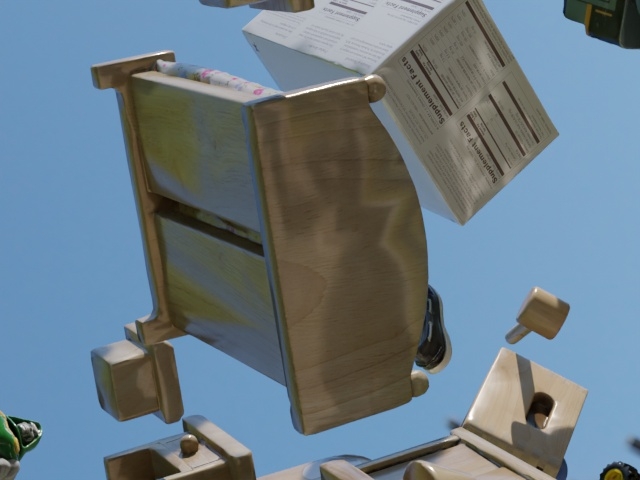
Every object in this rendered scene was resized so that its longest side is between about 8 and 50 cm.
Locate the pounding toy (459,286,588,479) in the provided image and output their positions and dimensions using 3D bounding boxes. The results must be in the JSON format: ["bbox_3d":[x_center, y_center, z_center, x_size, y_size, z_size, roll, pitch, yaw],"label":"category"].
[{"bbox_3d":[0.171,0.140,1.582,0.206,0.094,0.181,-66,-6,31],"label":"pounding toy"}]

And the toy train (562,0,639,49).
[{"bbox_3d":[0.297,-0.301,1.594,0.142,0.190,0.334,-2,-73,-28],"label":"toy train"}]

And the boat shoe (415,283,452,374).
[{"bbox_3d":[0.087,0.071,1.796,0.046,0.125,0.038,-37,-54,20],"label":"boat shoe"}]

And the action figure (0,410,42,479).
[{"bbox_3d":[-0.285,0.147,1.462,0.063,0.137,0.232,-35,-19,19],"label":"action figure"}]

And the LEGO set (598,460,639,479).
[{"bbox_3d":[0.216,0.226,0.787,0.331,0.255,0.192,41,-144,-46],"label":"LEGO set"}]

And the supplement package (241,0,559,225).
[{"bbox_3d":[0.078,-0.161,1.992,0.145,0.262,0.204,-42,-58,-12],"label":"supplement package"}]

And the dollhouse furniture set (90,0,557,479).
[{"bbox_3d":[0.000,0.000,0.931,0.174,0.303,0.355,-14,-74,-23],"label":"dollhouse furniture set"}]
